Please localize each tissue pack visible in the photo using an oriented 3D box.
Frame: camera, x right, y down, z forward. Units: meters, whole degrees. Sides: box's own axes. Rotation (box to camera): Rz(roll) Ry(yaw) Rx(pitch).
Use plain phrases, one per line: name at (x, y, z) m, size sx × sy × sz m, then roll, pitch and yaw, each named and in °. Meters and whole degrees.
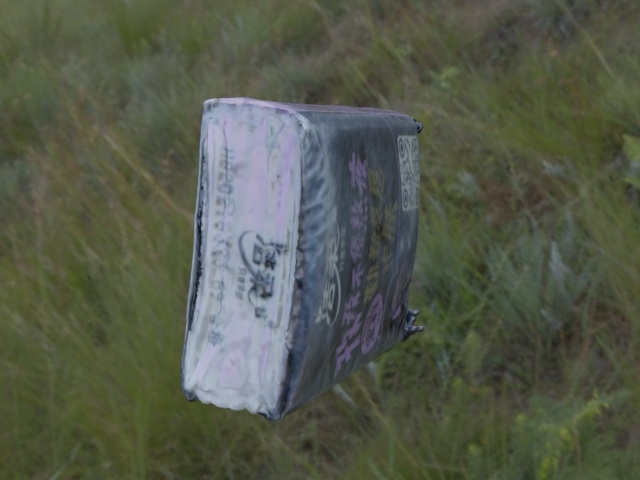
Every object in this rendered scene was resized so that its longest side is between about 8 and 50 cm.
tissue pack at (0.000, 0.000, 1.013) m, size 0.122 × 0.259 × 0.361 m, roll 6°, pitch 8°, yaw 21°
